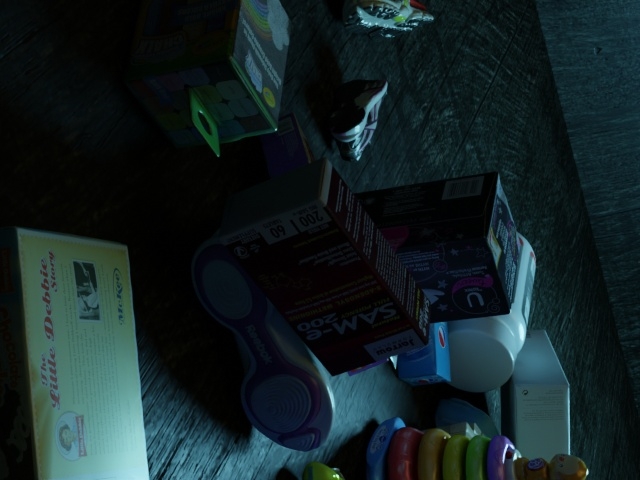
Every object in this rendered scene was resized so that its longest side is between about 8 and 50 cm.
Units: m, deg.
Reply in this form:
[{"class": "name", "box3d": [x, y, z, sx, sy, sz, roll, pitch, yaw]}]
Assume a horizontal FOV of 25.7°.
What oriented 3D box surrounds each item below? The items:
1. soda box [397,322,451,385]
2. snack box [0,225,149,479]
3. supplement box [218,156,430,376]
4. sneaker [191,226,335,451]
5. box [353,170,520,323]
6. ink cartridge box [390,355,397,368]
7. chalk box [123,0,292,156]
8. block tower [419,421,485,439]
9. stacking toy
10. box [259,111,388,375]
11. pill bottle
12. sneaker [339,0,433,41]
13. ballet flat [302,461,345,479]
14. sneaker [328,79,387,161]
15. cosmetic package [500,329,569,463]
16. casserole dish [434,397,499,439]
[{"class": "soda box", "box3d": [0.159, 0.119, 2.213, 0.071, 0.067, 0.210, 34, 50, -61]}, {"class": "snack box", "box3d": [-0.225, 0.156, 1.231, 0.187, 0.060, 0.322, 14, 69, -68]}, {"class": "supplement box", "box3d": [0.009, 0.034, 1.523, 0.239, 0.130, 0.073, 52, 29, -33]}, {"class": "sneaker", "box3d": [-0.044, 0.103, 1.636, 0.152, 0.114, 0.305, -61, 137, -57]}, {"class": "box", "box3d": [0.140, 0.018, 1.959, 0.163, 0.247, 0.142, -71, 147, -50]}, {"class": "ink cartridge box", "box3d": [0.084, 0.134, 2.070, 0.115, 0.029, 0.063, 62, 28, -42]}, {"class": "chalk box", "box3d": [-0.124, -0.190, 1.538, 0.132, 0.132, 0.213, 57, 32, -48]}, {"class": "block tower", "box3d": [0.190, 0.431, 2.121, 0.091, 0.097, 0.336, 52, 33, -38]}, {"class": "stacking toy", "box3d": [0.226, 0.334, 1.970, 0.175, 0.301, 0.166, -57, 134, -59]}, {"class": "box", "box3d": [0.000, 0.000, 1.741, 0.293, 0.057, 0.201, -106, 172, -53]}, {"class": "pill bottle", "box3d": [0.273, 0.113, 2.378, 0.283, 0.161, 0.161, -70, 145, -51]}, {"class": "sneaker", "box3d": [0.101, -0.392, 2.237, 0.279, 0.107, 0.118, 2, 71, -71]}, {"class": "ballet flat", "box3d": [0.037, 0.344, 1.813, 0.231, 0.077, 0.077, 46, 23, -53]}, {"class": "sneaker", "box3d": [0.054, -0.179, 2.093, 0.178, 0.072, 0.077, -57, 146, -49]}, {"class": "cosmetic package", "box3d": [0.368, 0.335, 2.432, 0.377, 0.097, 0.285, -73, 163, -79]}, {"class": "casserole dish", "box3d": [0.246, 0.334, 2.304, 0.037, 0.114, 0.188, -49, 133, -31]}]
